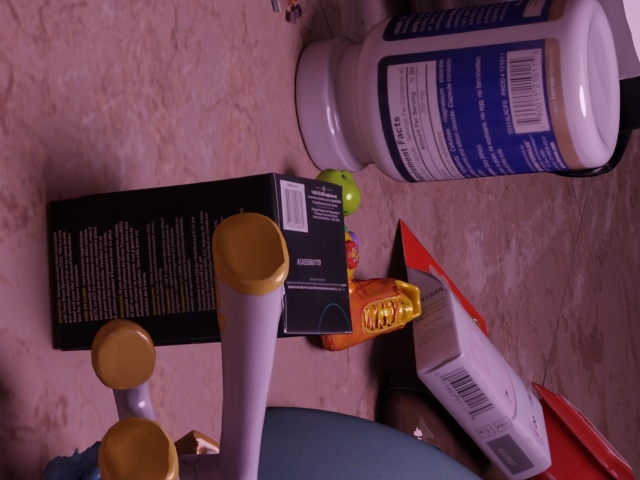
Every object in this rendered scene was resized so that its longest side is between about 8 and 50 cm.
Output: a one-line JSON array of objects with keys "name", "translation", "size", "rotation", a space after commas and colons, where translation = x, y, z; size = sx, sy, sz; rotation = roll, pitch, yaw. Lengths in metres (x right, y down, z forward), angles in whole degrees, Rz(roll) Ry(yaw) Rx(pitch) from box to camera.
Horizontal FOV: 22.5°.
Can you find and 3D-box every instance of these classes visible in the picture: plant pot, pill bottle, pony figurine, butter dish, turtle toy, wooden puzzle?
[{"name": "plant pot", "translation": [0.054, 0.272, 1.275], "size": [0.290, 0.195, 0.290], "rotation": [-5, 90, -68]}, {"name": "pill bottle", "translation": [0.122, -0.130, 1.432], "size": [0.153, 0.265, 0.153], "rotation": [-3, 90, -67]}, {"name": "pony figurine", "translation": [-0.052, 0.220, 0.921], "size": [0.363, 0.303, 0.351], "rotation": [95, -16, -51]}, {"name": "butter dish", "translation": [0.296, 0.273, 1.980], "size": [0.160, 0.118, 0.160], "rotation": [49, 7, 31]}, {"name": "turtle toy", "translation": [0.000, 0.000, 1.368], "size": [0.095, 0.066, 0.130], "rotation": [43, 47, -58]}, {"name": "wooden puzzle", "translation": [-0.034, -0.229, 1.412], "size": [0.049, 0.006, 0.083], "rotation": [-48, 129, -61]}]

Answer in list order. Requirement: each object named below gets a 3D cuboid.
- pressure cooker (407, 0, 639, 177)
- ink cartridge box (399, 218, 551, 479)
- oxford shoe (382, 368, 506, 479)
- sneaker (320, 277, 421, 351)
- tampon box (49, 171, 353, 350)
[{"name": "pressure cooker", "translation": [0.268, -0.284, 1.697], "size": [0.370, 0.375, 0.420], "rotation": [-23, 113, -21]}, {"name": "ink cartridge box", "translation": [0.154, 0.099, 1.610], "size": [0.189, 0.066, 0.232], "rotation": [49, 28, -34]}, {"name": "oxford shoe", "translation": [0.122, 0.221, 1.611], "size": [0.227, 0.083, 0.096], "rotation": [42, 49, -43]}, {"name": "sneaker", "translation": [0.045, 0.061, 1.465], "size": [0.175, 0.067, 0.064], "rotation": [-25, 110, -65]}, {"name": "tampon box", "translation": [-0.076, 0.017, 1.056], "size": [0.120, 0.161, 0.101], "rotation": [6, 80, -68]}]
